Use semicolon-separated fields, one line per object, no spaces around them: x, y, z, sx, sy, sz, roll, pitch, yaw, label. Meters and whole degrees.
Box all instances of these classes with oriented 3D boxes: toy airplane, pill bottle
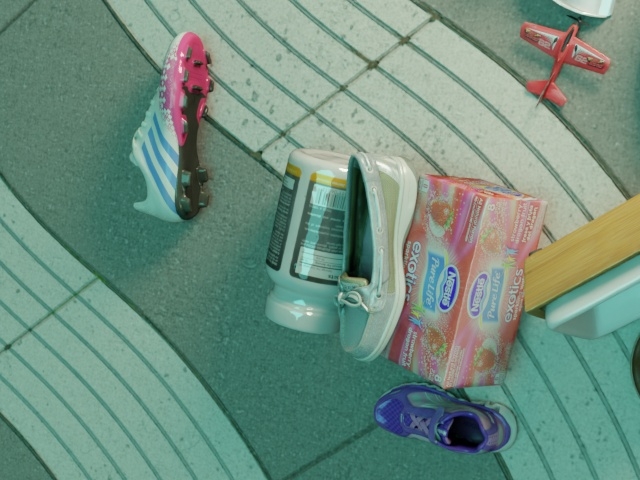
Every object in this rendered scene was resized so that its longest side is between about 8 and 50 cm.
0.364;-0.269;1.747;0.151;0.028;0.151;3;96;25;toy airplane
0.000;0.000;1.867;0.162;0.162;0.278;17;103;22;pill bottle

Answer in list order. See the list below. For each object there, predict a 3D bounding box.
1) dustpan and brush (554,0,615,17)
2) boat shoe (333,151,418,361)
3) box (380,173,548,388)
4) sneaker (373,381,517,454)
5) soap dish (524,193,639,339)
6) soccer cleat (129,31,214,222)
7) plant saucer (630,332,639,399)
0.344;-0.425;1.722;0.211;0.060;0.147;16;102;22;dustpan and brush
0.068;0.025;1.754;0.118;0.103;0.320;23;105;58;boat shoe
0.218;0.062;1.759;0.154;0.142;0.300;25;107;47;box
0.190;0.292;1.843;0.236;0.104;0.095;8;100;24;sneaker
0.447;0.028;1.643;0.291;0.229;0.118;-32;66;24;soap dish
-0.272;-0.196;1.993;0.143;0.116;0.331;6;98;23;soccer cleat
0.563;0.188;1.701;0.198;0.036;0.199;2;96;24;plant saucer
